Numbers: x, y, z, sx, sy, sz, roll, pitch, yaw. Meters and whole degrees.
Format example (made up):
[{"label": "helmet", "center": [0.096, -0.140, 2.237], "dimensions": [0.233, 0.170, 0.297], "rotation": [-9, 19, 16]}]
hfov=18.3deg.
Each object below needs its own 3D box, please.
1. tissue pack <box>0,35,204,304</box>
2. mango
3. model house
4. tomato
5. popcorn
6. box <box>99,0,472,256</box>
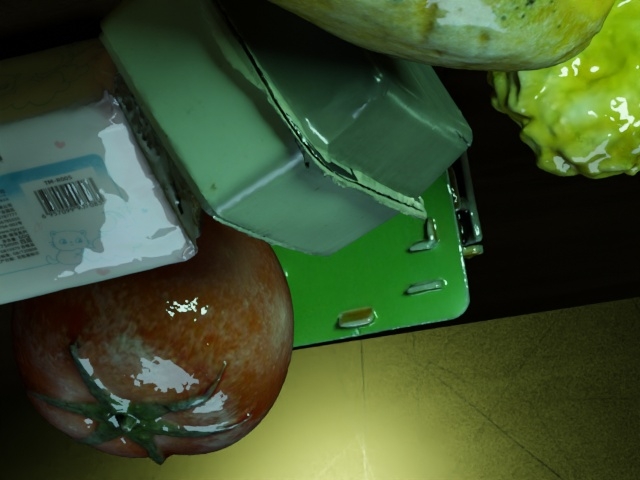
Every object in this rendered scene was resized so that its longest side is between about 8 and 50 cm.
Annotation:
[{"label": "tissue pack", "center": [-0.254, -0.054, 1.682], "dimensions": [0.271, 0.124, 0.201], "rotation": [-12, 134, 15]}, {"label": "mango", "center": [0.043, -0.204, 1.255], "dimensions": [0.329, 0.175, 0.176], "rotation": [21, 121, -32]}, {"label": "model house", "center": [0.000, 0.000, 2.092], "dimensions": [0.358, 0.242, 0.313], "rotation": [-13, 172, 14]}, {"label": "tomato", "center": [-0.150, 0.071, 1.849], "dimensions": [0.265, 0.265, 0.265], "rotation": [-9, 170, -2]}, {"label": "popcorn", "center": [0.239, -0.142, 1.691], "dimensions": [0.197, 0.197, 0.155], "rotation": [-10, 171, 0]}, {"label": "box", "center": [-0.018, -0.113, 1.491], "dimensions": [0.166, 0.220, 0.290], "rotation": [-35, 163, 13]}]
